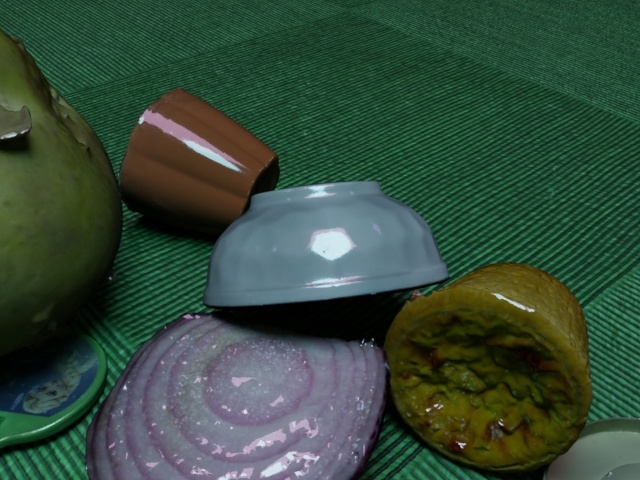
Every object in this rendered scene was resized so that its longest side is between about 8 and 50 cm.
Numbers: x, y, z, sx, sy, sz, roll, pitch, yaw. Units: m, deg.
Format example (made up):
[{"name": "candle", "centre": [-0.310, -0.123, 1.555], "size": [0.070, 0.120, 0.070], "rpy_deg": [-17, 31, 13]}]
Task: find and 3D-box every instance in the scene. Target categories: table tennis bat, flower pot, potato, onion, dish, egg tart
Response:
[{"name": "table tennis bat", "centre": [-0.325, 0.177, 0.689], "size": [0.160, 0.039, 0.257], "rpy_deg": [8, 36, 12]}, {"name": "flower pot", "centre": [-0.158, -0.096, 0.939], "size": [0.173, 0.190, 0.190], "rpy_deg": [23, 42, 10]}, {"name": "potato", "centre": [-0.382, -0.069, 0.734], "size": [0.319, 0.385, 0.442], "rpy_deg": [2, 42, -26]}, {"name": "onion", "centre": [-0.073, 0.190, 0.618], "size": [0.250, 0.111, 0.247], "rpy_deg": [11, 39, 11]}, {"name": "dish", "centre": [0.000, 0.000, 0.751], "size": [0.303, 0.120, 0.303], "rpy_deg": [-6, 1, 0]}, {"name": "egg tart", "centre": [0.176, 0.110, 0.677], "size": [0.203, 0.202, 0.147], "rpy_deg": [19, 31, 21]}]

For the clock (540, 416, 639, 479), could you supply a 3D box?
[{"name": "clock", "centre": [0.319, 0.261, 0.610], "size": [0.235, 0.029, 0.235], "rpy_deg": [1, 38, -1]}]

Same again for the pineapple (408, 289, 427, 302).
[{"name": "pineapple", "centre": [0.123, 0.095, 0.825], "size": [0.045, 0.019, 0.083], "rpy_deg": [10, 39, 19]}]
